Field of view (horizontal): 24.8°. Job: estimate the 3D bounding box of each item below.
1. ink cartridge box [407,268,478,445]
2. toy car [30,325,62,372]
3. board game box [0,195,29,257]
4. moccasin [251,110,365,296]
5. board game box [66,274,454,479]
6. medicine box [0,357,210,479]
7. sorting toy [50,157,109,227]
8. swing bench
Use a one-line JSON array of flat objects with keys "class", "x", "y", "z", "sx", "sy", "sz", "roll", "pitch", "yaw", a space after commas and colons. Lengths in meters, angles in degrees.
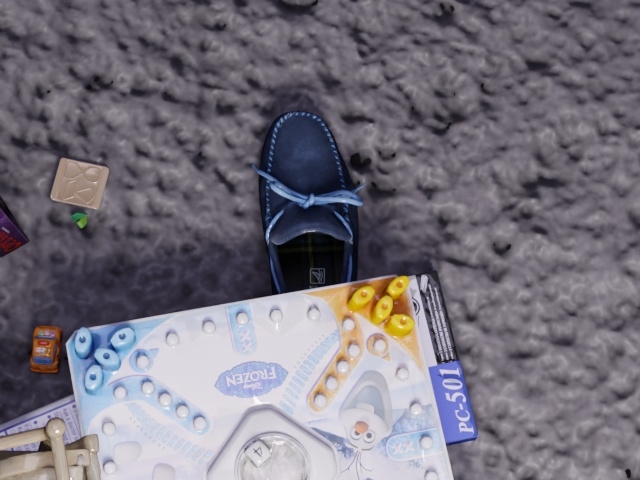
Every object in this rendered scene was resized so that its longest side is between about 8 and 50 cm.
[{"class": "ink cartridge box", "x": 0.116, "y": 0.146, "z": 1.741, "sx": 0.097, "sy": 0.046, "sz": 0.207, "roll": -12, "pitch": 76, "yaw": -4}, {"class": "toy car", "x": -0.292, "y": 0.141, "z": 1.730, "sx": 0.122, "sy": 0.040, "sz": 0.060, "roll": 21, "pitch": 76, "yaw": 4}, {"class": "board game box", "x": -0.429, "y": -0.110, "z": 1.633, "sx": 0.056, "sy": 0.347, "sz": 0.208, "roll": -29, "pitch": 78, "yaw": -6}, {"class": "moccasin", "x": 0.000, "y": 0.000, "z": 1.738, "sx": 0.138, "sy": 0.117, "sz": 0.342, "roll": -9, "pitch": 76, "yaw": -5}, {"class": "board game box", "x": -0.050, "y": 0.248, "z": 1.561, "sx": 0.390, "sy": 0.050, "sz": 0.390, "roll": -9, "pitch": 75, "yaw": -10}, {"class": "medicine box", "x": -0.252, "y": 0.313, "z": 1.631, "sx": 0.289, "sy": 0.149, "sz": 0.263, "roll": -22, "pitch": 78, "yaw": -8}, {"class": "sorting toy", "x": -0.300, "y": -0.057, "z": 1.796, "sx": 0.062, "sy": 0.012, "sz": 0.083, "roll": 13, "pitch": 72, "yaw": -4}, {"class": "swing bench", "x": -0.279, "y": 0.321, "z": 1.416, "sx": 0.165, "sy": 0.254, "sz": 0.253, "roll": -11, "pitch": 77, "yaw": 1}]
